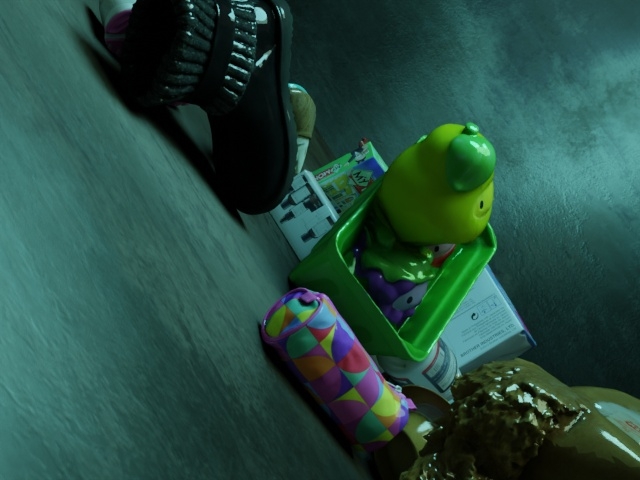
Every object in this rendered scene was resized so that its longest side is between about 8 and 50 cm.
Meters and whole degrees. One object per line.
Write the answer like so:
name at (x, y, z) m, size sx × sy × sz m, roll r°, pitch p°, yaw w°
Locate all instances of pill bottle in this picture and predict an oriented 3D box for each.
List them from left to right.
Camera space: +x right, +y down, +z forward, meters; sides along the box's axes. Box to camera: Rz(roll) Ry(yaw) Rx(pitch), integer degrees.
pill bottle at (0.175, 0.213, 1.728) m, size 0.180 × 0.108 × 0.108 m, roll 48°, pitch 12°, yaw -51°

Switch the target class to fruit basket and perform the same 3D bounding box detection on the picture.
fruit basket at (0.170, -0.018, 1.604) m, size 0.283 × 0.392 × 0.392 m, roll 55°, pitch 8°, yaw -13°

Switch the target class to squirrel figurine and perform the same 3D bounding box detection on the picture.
squirrel figurine at (0.253, 0.361, 1.227) m, size 0.397 × 0.370 × 0.281 m, roll 26°, pitch 15°, yaw -9°

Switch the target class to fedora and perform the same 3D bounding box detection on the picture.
fedora at (0.129, 0.297, 1.371) m, size 0.079 × 0.194 × 0.194 m, roll -16°, pitch 68°, yaw -39°

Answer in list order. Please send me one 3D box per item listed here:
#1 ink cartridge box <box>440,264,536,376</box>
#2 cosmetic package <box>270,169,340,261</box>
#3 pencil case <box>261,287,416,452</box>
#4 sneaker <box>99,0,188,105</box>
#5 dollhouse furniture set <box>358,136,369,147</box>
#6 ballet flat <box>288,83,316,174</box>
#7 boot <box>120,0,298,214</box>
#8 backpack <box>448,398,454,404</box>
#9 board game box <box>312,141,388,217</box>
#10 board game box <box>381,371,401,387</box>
ink cartridge box at (0.231, 0.112, 2.125) m, size 0.395 × 0.270 × 0.151 m, roll 61°, pitch 7°, yaw 27°
cosmetic package at (0.000, 0.000, 1.806) m, size 0.239 × 0.099 × 0.060 m, roll 57°, pitch 10°, yaw 7°
pencil case at (0.023, 0.166, 1.295) m, size 0.236 × 0.104 × 0.104 m, roll 52°, pitch 10°, yaw -28°
sneaker at (-0.239, -0.297, 1.508) m, size 0.252 × 0.103 × 0.111 m, roll 46°, pitch 15°, yaw -57°
dollhouse furniture set at (0.060, -0.115, 2.237) m, size 0.152 × 0.201 × 0.374 m, roll 56°, pitch 9°, yaw -4°
ballet flat at (-0.075, -0.154, 1.686) m, size 0.342 × 0.116 × 0.124 m, roll 145°, pitch -58°, yaw -73°
boot at (-0.156, -0.191, 1.426) m, size 0.260 × 0.131 × 0.348 m, roll -21°, pitch 112°, yaw -57°
backpack at (0.219, 0.295, 1.905) m, size 0.182 × 0.115 × 0.152 m, roll 59°, pitch 5°, yaw -8°
board game box at (0.076, -0.034, 1.960) m, size 0.317 × 0.213 × 0.046 m, roll 49°, pitch 21°, yaw -43°
board game box at (0.142, 0.296, 1.724) m, size 0.136 × 0.035 × 0.201 m, roll 57°, pitch 8°, yaw 1°
